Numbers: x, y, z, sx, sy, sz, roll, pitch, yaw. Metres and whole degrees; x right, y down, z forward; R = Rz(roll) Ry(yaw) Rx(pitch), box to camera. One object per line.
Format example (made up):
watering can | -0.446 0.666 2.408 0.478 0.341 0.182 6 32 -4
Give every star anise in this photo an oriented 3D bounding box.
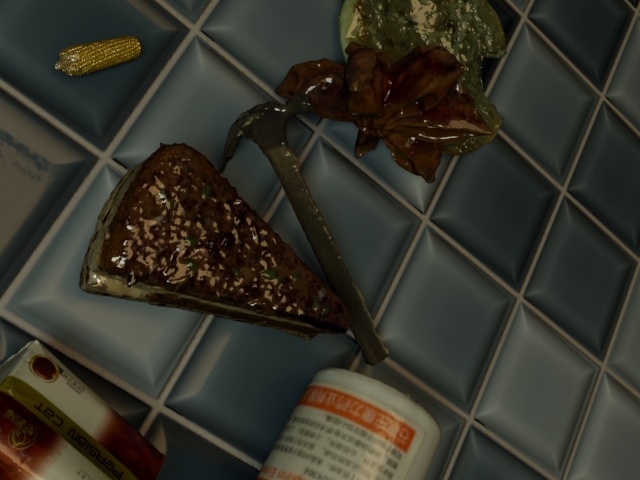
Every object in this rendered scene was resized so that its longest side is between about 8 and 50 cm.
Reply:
star anise | 0.066 -0.140 0.778 0.212 0.196 0.111 28 86 -4

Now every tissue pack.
tissue pack | -0.213 0.172 0.612 0.149 0.099 0.106 47 30 -17

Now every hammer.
hammer | 0.000 0.000 0.787 0.297 0.125 0.027 62 34 -18

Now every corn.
corn | -0.205 -0.171 0.724 0.083 0.028 0.027 -24 116 -31

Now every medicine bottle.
medicine bottle | 0.002 0.255 0.717 0.144 0.144 0.252 37 66 -21

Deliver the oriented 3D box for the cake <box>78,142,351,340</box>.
cake | -0.082 0.005 0.723 0.246 0.112 0.135 16 72 -27

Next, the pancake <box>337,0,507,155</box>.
pancake | 0.126 -0.221 0.921 0.253 0.037 0.253 6 79 -29
